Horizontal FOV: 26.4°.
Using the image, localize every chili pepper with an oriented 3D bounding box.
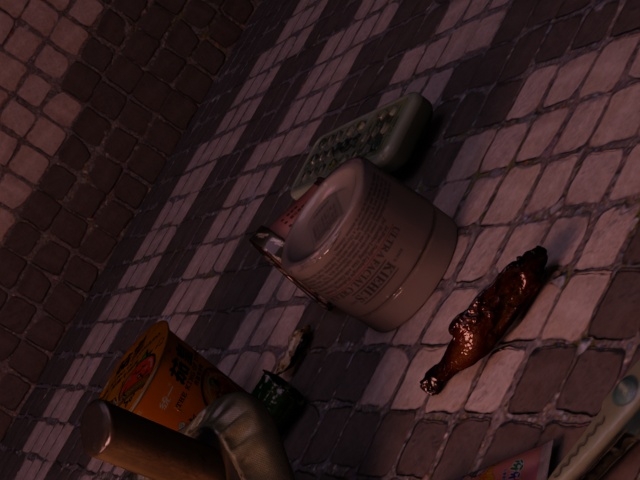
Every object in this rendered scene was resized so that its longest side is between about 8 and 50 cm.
[{"bbox_3d":[-0.106,0.283,1.808,0.227,0.059,0.088,-57,22,4],"label":"chili pepper"}]

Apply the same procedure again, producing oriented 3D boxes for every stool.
[{"bbox_3d":[-0.185,0.340,1.460,0.310,0.226,0.310,-42,53,34],"label":"stool"}]

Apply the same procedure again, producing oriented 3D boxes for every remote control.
[{"bbox_3d":[0.061,-0.130,2.073,0.128,0.065,0.335,-61,18,-20],"label":"remote control"}]

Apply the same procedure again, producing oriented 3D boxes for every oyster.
[{"bbox_3d":[-0.035,0.154,1.908,0.083,0.019,0.054,-64,18,-16],"label":"oyster"}]

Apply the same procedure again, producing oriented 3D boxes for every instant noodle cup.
[{"bbox_3d":[-0.214,0.247,1.958,0.216,0.172,0.216,-49,19,22],"label":"instant noodle cup"}]

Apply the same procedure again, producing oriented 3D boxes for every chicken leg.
[{"bbox_3d":[0.171,0.087,1.437,0.205,0.053,0.093,-46,-4,9],"label":"chicken leg"}]

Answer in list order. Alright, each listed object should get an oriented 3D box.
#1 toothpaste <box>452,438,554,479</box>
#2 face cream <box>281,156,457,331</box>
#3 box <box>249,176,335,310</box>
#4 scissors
[{"bbox_3d":[0.140,0.241,1.268,0.194,0.043,0.067,-32,26,41],"label":"toothpaste"},{"bbox_3d":[0.058,0.004,1.705,0.177,0.153,0.177,-49,20,25],"label":"face cream"},{"bbox_3d":[0.000,0.000,1.886,0.135,0.151,0.151,-49,17,-4],"label":"box"},{"bbox_3d":[0.269,0.125,1.120,0.289,0.041,0.138,-52,26,10],"label":"scissors"}]
